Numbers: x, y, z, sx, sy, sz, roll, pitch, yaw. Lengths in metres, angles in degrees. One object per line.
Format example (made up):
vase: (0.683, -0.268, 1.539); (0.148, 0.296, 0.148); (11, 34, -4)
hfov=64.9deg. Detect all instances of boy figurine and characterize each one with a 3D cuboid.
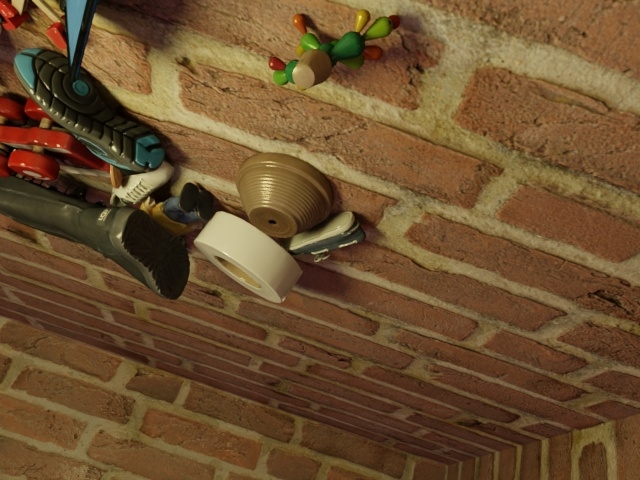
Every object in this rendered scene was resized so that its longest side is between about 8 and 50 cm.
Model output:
boy figurine: (-0.405, -0.067, 1.358); (0.285, 0.092, 0.177); (-14, 150, 43)

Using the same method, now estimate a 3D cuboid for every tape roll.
tape roll: (-0.191, 0.048, 1.336); (0.286, 0.100, 0.286); (30, 162, 11)

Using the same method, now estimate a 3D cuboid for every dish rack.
dish rack: (-0.813, -0.163, 1.430); (0.271, 0.074, 0.208); (36, 143, -26)

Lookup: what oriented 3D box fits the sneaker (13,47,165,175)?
sneaker: (-0.511, -0.256, 1.091); (0.139, 0.125, 0.341); (-10, 134, 45)

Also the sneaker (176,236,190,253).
sneaker: (-0.428, 0.021, 1.558); (0.098, 0.038, 0.069); (-6, 143, 47)

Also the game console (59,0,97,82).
game console: (-0.419, -0.432, 0.738); (0.250, 0.174, 0.293); (31, 145, -20)

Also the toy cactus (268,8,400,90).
toy cactus: (0.004, -0.285, 0.763); (0.218, 0.181, 0.112); (-5, 121, 24)

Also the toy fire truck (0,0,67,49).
toy fire truck: (-0.547, -0.436, 0.905); (0.135, 0.047, 0.192); (4, 146, 26)

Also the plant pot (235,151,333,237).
plant pot: (-0.096, -0.083, 1.168); (0.237, 0.110, 0.237); (13, 147, 9)

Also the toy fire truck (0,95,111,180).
toy fire truck: (-0.674, -0.216, 1.220); (0.301, 0.170, 0.254); (6, 167, 14)

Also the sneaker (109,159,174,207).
sneaker: (-0.453, -0.140, 1.271); (0.235, 0.095, 0.090); (-20, 130, 42)

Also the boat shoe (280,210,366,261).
boat shoe: (0.000, 0.000, 1.267); (0.254, 0.095, 0.079); (-22, 120, 34)

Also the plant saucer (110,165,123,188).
plant saucer: (-0.497, -0.168, 1.229); (0.013, 0.084, 0.083); (-1, 149, -9)

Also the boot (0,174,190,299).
boot: (-0.603, -0.009, 1.331); (0.444, 0.146, 0.367); (12, 149, 17)
